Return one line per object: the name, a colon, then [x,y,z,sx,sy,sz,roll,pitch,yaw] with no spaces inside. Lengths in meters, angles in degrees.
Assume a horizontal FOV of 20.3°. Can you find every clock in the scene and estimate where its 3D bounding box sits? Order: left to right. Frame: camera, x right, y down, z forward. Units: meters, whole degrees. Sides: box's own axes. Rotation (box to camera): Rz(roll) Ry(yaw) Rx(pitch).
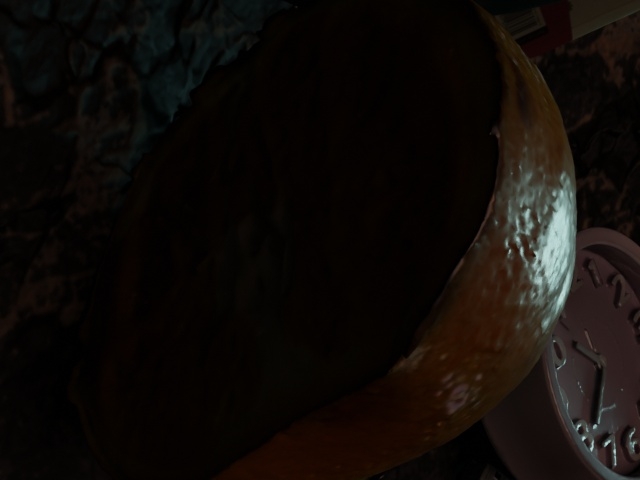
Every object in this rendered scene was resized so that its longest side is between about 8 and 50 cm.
clock: [0.194,0.091,1.313,0.197,0.068,0.197,17,66,-44]

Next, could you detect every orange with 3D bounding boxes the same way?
orange: [0.003,0.003,0.957,0.274,0.274,0.310,-38,156,-36]

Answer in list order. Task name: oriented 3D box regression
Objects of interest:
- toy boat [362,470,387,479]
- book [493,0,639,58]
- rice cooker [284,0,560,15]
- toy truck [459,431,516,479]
toy boat: [0.025,0.060,1.159,0.321,0.089,0.121,-47,127,-29]
book: [0.191,-0.227,1.240,0.232,0.022,0.162,-25,120,2]
rice cooker: [0.047,-0.250,1.046,0.267,0.224,0.267,-10,104,-45]
toy truck: [0.133,0.160,1.321,0.044,0.039,0.083,40,65,-23]
